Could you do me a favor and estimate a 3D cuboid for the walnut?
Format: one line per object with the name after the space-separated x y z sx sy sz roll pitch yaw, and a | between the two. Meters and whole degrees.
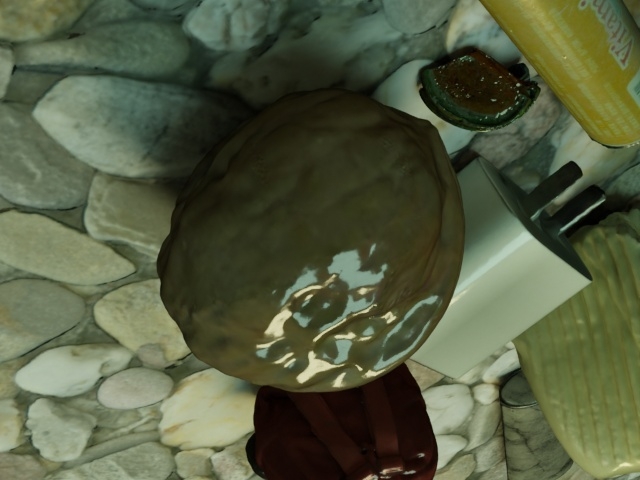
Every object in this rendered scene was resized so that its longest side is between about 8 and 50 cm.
-0.001 -0.001 0.816 0.273 0.227 0.273 -17 138 -16 | walnut

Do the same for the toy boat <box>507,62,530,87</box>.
0.154 -0.137 0.898 0.083 0.038 0.038 -30 142 6 | toy boat

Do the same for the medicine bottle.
0.174 -0.200 0.776 0.108 0.108 0.426 -37 142 16 | medicine bottle

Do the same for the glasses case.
0.323 0.282 1.466 0.114 0.060 0.299 -23 143 -3 | glasses case

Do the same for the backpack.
0.033 0.226 1.113 0.229 0.229 0.139 -14 138 -14 | backpack

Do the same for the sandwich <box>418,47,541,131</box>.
0.137 -0.131 0.870 0.101 0.026 0.069 29 101 1 | sandwich

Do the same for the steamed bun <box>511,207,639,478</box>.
0.389 0.120 1.140 0.272 0.290 0.273 3 153 -40 | steamed bun

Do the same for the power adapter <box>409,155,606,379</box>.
0.178 0.016 1.019 0.255 0.124 0.187 -39 141 19 | power adapter
